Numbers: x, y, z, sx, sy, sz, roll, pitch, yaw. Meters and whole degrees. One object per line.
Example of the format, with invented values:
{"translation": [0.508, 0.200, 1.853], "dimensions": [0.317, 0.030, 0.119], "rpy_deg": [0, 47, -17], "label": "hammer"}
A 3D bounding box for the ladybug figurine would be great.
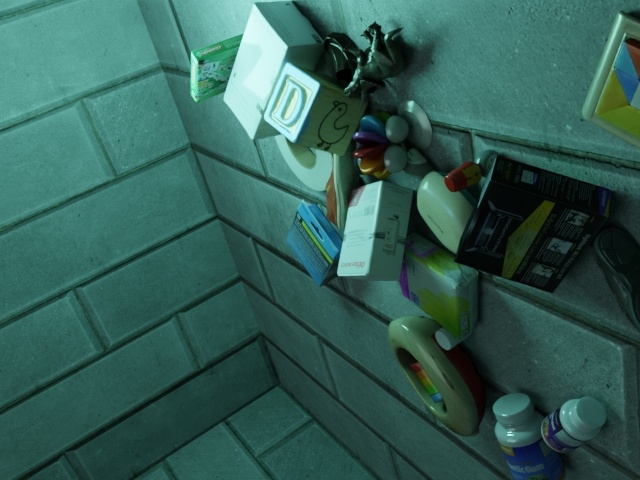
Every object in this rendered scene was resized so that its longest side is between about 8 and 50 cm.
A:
{"translation": [0.396, 0.430, 2.107], "dimensions": [0.449, 0.161, 0.305], "rpy_deg": [58, 162, 4], "label": "ladybug figurine"}

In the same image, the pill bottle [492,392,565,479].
{"translation": [0.603, 0.592, 1.888], "dimensions": [0.152, 0.152, 0.272], "rpy_deg": [2, 119, 64], "label": "pill bottle"}

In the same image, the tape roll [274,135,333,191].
{"translation": [-0.047, -0.359, 2.250], "dimensions": [0.392, 0.072, 0.392], "rpy_deg": [46, 153, 31], "label": "tape roll"}

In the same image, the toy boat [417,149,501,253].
{"translation": [0.366, -0.101, 1.623], "dimensions": [0.268, 0.148, 0.318], "rpy_deg": [56, 165, 25], "label": "toy boat"}

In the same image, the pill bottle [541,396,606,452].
{"translation": [0.664, 0.479, 1.683], "dimensions": [0.108, 0.108, 0.193], "rpy_deg": [51, 155, 22], "label": "pill bottle"}

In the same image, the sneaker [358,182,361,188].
{"translation": [0.114, -0.172, 2.142], "dimensions": [0.152, 0.058, 0.085], "rpy_deg": [56, 166, 29], "label": "sneaker"}

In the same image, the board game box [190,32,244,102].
{"translation": [-0.280, -0.592, 2.144], "dimensions": [0.046, 0.317, 0.213], "rpy_deg": [57, 157, 15], "label": "board game box"}

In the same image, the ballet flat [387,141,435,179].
{"translation": [0.239, -0.234, 1.795], "dimensions": [0.213, 0.072, 0.068], "rpy_deg": [38, 144, 44], "label": "ballet flat"}

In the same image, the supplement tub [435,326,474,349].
{"translation": [0.414, 0.281, 1.978], "dimensions": [0.071, 0.107, 0.071], "rpy_deg": [46, 154, 32], "label": "supplement tub"}

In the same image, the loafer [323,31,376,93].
{"translation": [0.071, -0.500, 1.823], "dimensions": [0.220, 0.078, 0.080], "rpy_deg": [53, 156, 17], "label": "loafer"}

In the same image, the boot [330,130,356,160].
{"translation": [0.065, -0.322, 2.040], "dimensions": [0.059, 0.084, 0.158], "rpy_deg": [43, 150, 39], "label": "boot"}

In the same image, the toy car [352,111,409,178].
{"translation": [0.148, -0.263, 1.760], "dimensions": [0.159, 0.136, 0.182], "rpy_deg": [5, 93, 52], "label": "toy car"}

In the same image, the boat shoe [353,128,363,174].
{"translation": [0.145, -0.261, 1.965], "dimensions": [0.066, 0.066, 0.183], "rpy_deg": [37, 153, 28], "label": "boat shoe"}

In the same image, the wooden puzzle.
{"translation": [0.571, -0.249, 1.112], "dimensions": [0.239, 0.044, 0.221], "rpy_deg": [46, 153, 33], "label": "wooden puzzle"}

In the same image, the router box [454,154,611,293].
{"translation": [0.454, -0.026, 1.420], "dimensions": [0.242, 0.081, 0.309], "rpy_deg": [19, 146, 7], "label": "router box"}

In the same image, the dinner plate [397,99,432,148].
{"translation": [0.251, -0.312, 1.750], "dimensions": [0.141, 0.017, 0.141], "rpy_deg": [44, 152, 32], "label": "dinner plate"}

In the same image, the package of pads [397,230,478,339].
{"translation": [0.348, 0.125, 1.946], "dimensions": [0.296, 0.101, 0.229], "rpy_deg": [38, 149, 43], "label": "package of pads"}

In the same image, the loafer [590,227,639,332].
{"translation": [0.648, 0.098, 1.326], "dimensions": [0.268, 0.096, 0.084], "rpy_deg": [64, 178, 11], "label": "loafer"}

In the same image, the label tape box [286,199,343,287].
{"translation": [0.000, 0.000, 2.521], "dimensions": [0.249, 0.115, 0.348], "rpy_deg": [54, 154, 15], "label": "label tape box"}

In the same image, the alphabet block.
{"translation": [-0.015, -0.384, 1.892], "dimensions": [0.193, 0.197, 0.192], "rpy_deg": [46, 118, 40], "label": "alphabet block"}

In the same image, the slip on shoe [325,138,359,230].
{"translation": [0.061, -0.183, 2.065], "dimensions": [0.101, 0.123, 0.331], "rpy_deg": [25, 133, 31], "label": "slip on shoe"}

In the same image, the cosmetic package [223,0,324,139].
{"translation": [-0.154, -0.533, 2.037], "dimensions": [0.217, 0.156, 0.385], "rpy_deg": [54, 142, 23], "label": "cosmetic package"}

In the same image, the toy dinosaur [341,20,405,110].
{"translation": [0.159, -0.476, 1.664], "dimensions": [0.160, 0.121, 0.313], "rpy_deg": [50, 150, -11], "label": "toy dinosaur"}

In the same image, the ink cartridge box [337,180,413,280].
{"translation": [0.163, -0.021, 1.953], "dimensions": [0.207, 0.117, 0.283], "rpy_deg": [-8, 71, 66], "label": "ink cartridge box"}
